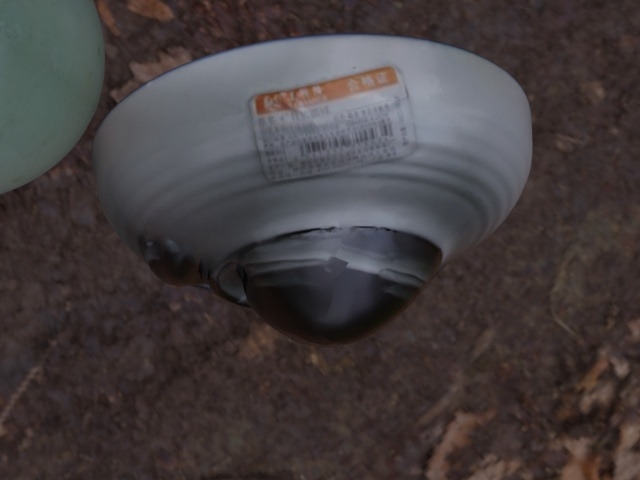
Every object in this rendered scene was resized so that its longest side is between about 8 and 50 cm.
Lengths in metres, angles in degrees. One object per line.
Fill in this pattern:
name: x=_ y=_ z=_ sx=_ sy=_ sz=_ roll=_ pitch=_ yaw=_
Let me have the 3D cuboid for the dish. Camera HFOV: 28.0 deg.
dish: x=0.000 y=0.000 z=0.777 sx=0.273 sy=0.273 sz=0.134 roll=7 pitch=66 yaw=-29

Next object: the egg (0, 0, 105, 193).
egg: x=-0.338 y=-0.172 z=1.127 sx=0.276 sy=0.276 sz=0.389 roll=-51 pitch=168 yaw=4
